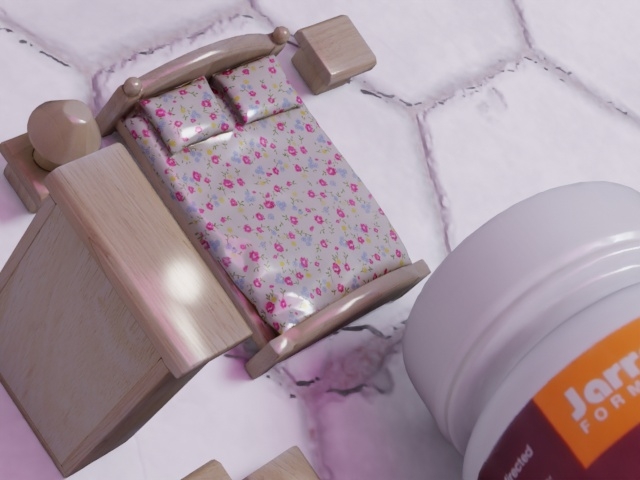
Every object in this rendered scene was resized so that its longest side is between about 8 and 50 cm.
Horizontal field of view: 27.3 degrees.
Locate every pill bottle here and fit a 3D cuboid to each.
[{"bbox_3d":[0.215,0.158,0.705,0.224,0.224,0.392,-3,41,-31],"label":"pill bottle"}]

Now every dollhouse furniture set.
[{"bbox_3d":[0.000,0.000,0.772,0.356,0.174,0.303,-28,80,-38],"label":"dollhouse furniture set"}]
